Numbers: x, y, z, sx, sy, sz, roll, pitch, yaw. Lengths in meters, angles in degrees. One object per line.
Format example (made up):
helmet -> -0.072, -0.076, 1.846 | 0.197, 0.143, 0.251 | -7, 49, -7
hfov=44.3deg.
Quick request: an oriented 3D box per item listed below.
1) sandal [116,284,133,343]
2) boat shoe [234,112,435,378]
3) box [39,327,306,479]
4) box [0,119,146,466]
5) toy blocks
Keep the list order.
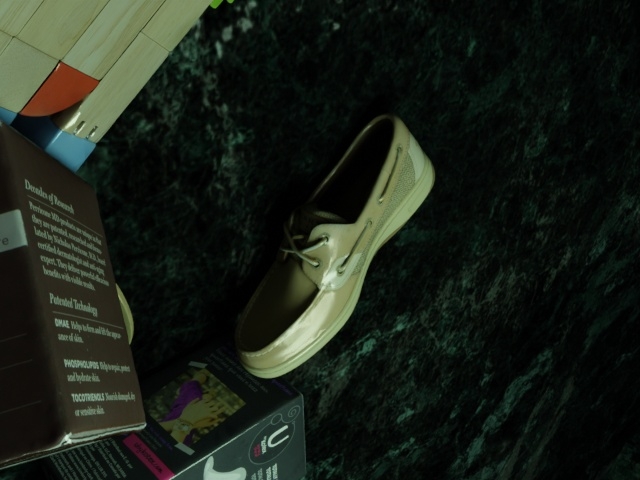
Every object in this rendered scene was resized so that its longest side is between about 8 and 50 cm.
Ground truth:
sandal -> -0.236, -0.001, 0.711 | 0.088, 0.079, 0.240 | -18, 126, 21
boat shoe -> 0.000, 0.000, 0.921 | 0.341, 0.121, 0.110 | -55, 138, -14
box -> -0.164, 0.255, 0.918 | 0.270, 0.143, 0.165 | -27, 136, -29
box -> -0.239, 0.057, 0.536 | 0.168, 0.203, 0.167 | -17, 170, 1
toy blocks -> -0.215, -0.168, 0.504 | 0.261, 0.191, 0.381 | -49, 163, 7
